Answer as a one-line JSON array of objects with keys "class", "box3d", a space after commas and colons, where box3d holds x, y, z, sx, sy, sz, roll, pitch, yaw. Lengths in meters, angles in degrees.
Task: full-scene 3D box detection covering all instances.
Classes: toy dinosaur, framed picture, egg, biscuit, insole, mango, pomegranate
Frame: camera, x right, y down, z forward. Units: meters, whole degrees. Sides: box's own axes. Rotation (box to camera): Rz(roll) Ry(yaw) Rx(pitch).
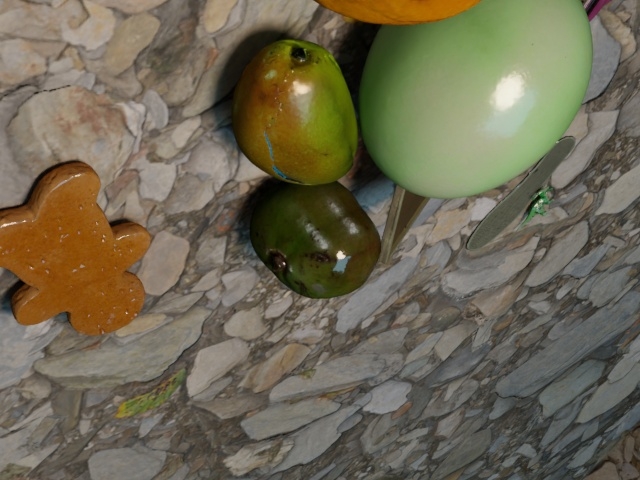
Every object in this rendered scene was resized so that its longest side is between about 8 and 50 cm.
[{"class": "toy dinosaur", "box3d": [0.327, -0.048, 1.633, 0.083, 0.021, 0.062, -45, 152, -2]}, {"class": "framed picture", "box3d": [0.128, -0.083, 1.298, 0.203, 0.015, 0.150, -53, 163, -39]}, {"class": "egg", "box3d": [0.158, -0.168, 1.111, 0.269, 0.220, 0.220, -57, 146, 8]}, {"class": "biscuit", "box3d": [-0.261, 0.023, 1.124, 0.165, 0.036, 0.250, -34, 145, -4]}, {"class": "insole", "box3d": [0.301, -0.067, 1.601, 0.232, 0.003, 0.080, -50, 147, 20]}, {"class": "mango", "box3d": [-0.025, -0.119, 1.106, 0.125, 0.111, 0.233, -3, 157, 4]}, {"class": "pomegranate", "box3d": [0.000, 0.000, 1.266, 0.131, 0.152, 0.191, -40, 169, 6]}]

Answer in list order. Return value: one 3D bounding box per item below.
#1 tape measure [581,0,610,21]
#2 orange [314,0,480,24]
[{"class": "tape measure", "box3d": [0.283, -0.292, 1.219, 0.125, 0.074, 0.118, -50, 146, 17]}, {"class": "orange", "box3d": [0.061, -0.298, 0.838, 0.261, 0.261, 0.261, -26, 147, -18]}]
